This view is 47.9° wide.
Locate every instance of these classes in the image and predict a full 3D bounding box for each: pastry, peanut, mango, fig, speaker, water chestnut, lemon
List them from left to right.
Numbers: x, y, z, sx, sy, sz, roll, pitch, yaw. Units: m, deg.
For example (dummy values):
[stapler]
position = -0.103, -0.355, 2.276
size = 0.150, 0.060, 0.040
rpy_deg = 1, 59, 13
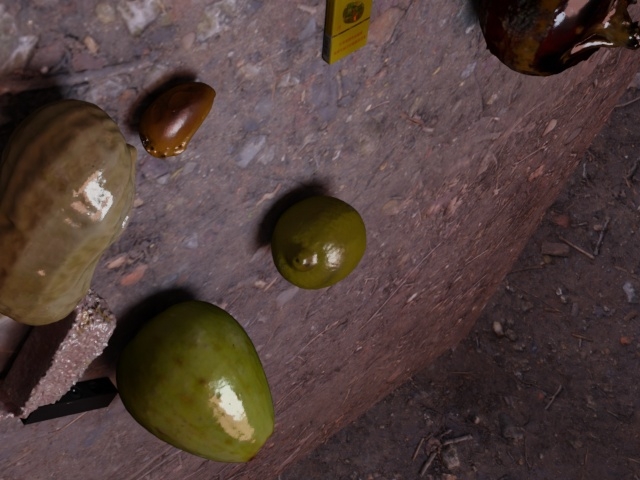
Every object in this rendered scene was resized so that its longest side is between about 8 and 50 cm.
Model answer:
[peanut]
position = -0.333, -0.021, 0.880
size = 0.340, 0.158, 0.174
rpy_deg = -52, -174, 23
[pastry]
position = -0.413, 0.179, 1.114
size = 0.265, 0.103, 0.112
rpy_deg = -45, 140, 12
[speaker]
position = -0.454, 0.287, 1.296
size = 0.046, 0.040, 0.191
rpy_deg = -52, 156, 17
[mango]
position = -0.196, -0.169, 0.977
size = 0.127, 0.063, 0.077
rpy_deg = -49, 152, -8
[fig]
position = -0.219, 0.274, 1.332
size = 0.258, 0.326, 0.258
rpy_deg = -36, -174, 5
[lemon]
position = 0.000, 0.000, 1.429
size = 0.248, 0.184, 0.184
rpy_deg = -30, 153, -56
[water chestnut]
position = 0.477, -0.458, 1.339
size = 0.350, 0.302, 0.350
rpy_deg = -33, 155, -18

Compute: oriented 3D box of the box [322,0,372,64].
[box]
position = 0.045, -0.357, 1.130
size = 0.087, 0.023, 0.155
rpy_deg = -32, 153, -24
